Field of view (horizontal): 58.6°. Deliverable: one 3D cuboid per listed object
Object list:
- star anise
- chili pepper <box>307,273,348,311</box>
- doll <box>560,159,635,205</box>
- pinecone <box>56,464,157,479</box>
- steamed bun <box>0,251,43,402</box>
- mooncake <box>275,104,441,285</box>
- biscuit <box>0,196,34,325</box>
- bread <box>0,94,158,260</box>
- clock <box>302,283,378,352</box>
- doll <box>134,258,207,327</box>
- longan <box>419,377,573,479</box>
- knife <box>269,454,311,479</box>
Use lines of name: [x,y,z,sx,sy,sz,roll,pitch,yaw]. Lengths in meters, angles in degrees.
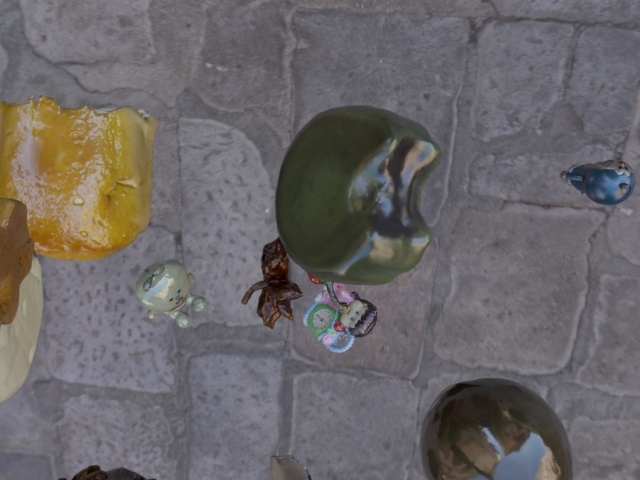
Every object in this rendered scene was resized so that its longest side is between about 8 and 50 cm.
star anise: [-0.104,0.093,1.324,0.111,0.196,0.213,14,74,-24]
chili pepper: [0.000,0.000,1.509,0.110,0.110,0.388,-18,67,11]
doll: [0.530,-0.113,1.077,0.114,0.152,0.086,6,103,-7]
pinecone: [-0.487,0.657,1.156,0.397,0.398,0.398,2,108,6]
steamed bun: [-0.649,0.142,1.011,0.232,0.312,0.334,3,146,-10]
mooncake: [0.070,-0.084,1.111,0.187,0.351,0.351,9,115,-43]
biscuit: [-0.416,0.064,0.700,0.035,0.249,0.184,9,139,-9]
bread: [-0.571,-0.148,1.340,0.360,0.250,0.395,1,78,-16]
clock: [0.064,0.241,1.752,0.195,0.100,0.194,34,86,36]
doll: [-0.384,0.125,1.411,0.113,0.275,0.155,35,75,24]
longan: [0.218,0.270,0.731,0.197,0.212,0.198,6,74,-21]
knife: [-0.014,0.354,0.512,0.043,0.365,0.089,-31,124,11]
